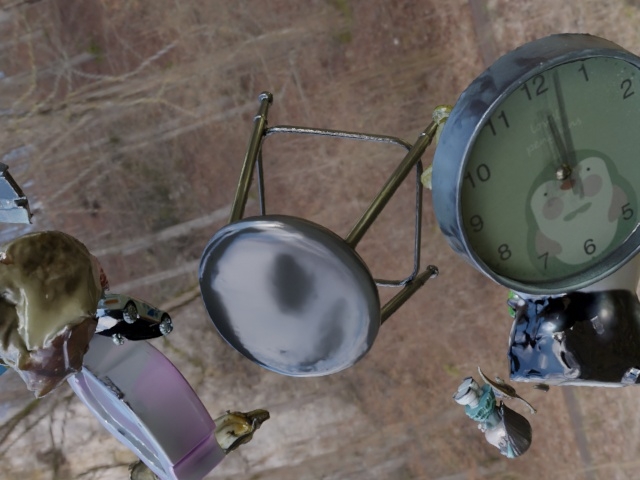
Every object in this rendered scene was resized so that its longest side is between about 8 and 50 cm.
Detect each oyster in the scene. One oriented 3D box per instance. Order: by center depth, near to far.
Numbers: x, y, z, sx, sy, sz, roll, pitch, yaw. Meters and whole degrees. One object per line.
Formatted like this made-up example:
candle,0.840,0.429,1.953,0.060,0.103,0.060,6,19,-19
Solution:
oyster,-0.250,0.455,1.790,0.129,0.345,0.078,26,131,44

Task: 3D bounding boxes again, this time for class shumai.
shumai,-0.335,0.093,1.048,0.201,0.120,0.201,-35,-45,-44

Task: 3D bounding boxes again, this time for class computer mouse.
computer mouse,-0.625,-0.088,1.567,0.071,0.231,0.126,-44,-42,-34

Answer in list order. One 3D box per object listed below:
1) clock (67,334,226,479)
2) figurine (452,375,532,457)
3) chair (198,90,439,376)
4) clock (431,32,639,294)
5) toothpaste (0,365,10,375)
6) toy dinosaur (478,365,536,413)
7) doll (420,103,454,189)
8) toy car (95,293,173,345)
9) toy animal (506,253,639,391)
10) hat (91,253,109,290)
clock,-0.321,0.290,1.479,0.102,0.338,0.338,-42,-55,-27
figurine,0.196,0.197,0.941,0.106,0.047,0.060,45,-159,-9
chair,0.000,0.000,1.468,0.410,0.362,0.364,-60,-27,-53
clock,0.289,-0.084,1.002,0.319,0.319,0.066,67,174,-28
toothpaste,-0.794,0.314,1.919,0.065,0.267,0.050,41,170,36
toy dinosaur,0.346,0.283,1.609,0.180,0.037,0.058,28,174,-26
doll,0.208,-0.098,1.115,0.209,0.137,0.097,82,-149,-55
toy car,-0.294,0.117,1.256,0.205,0.095,0.056,40,-143,-69
toy animal,0.364,0.087,1.218,0.212,0.213,0.266,44,-138,-66
hat,-0.443,0.083,1.354,0.107,0.237,0.286,55,-157,4
